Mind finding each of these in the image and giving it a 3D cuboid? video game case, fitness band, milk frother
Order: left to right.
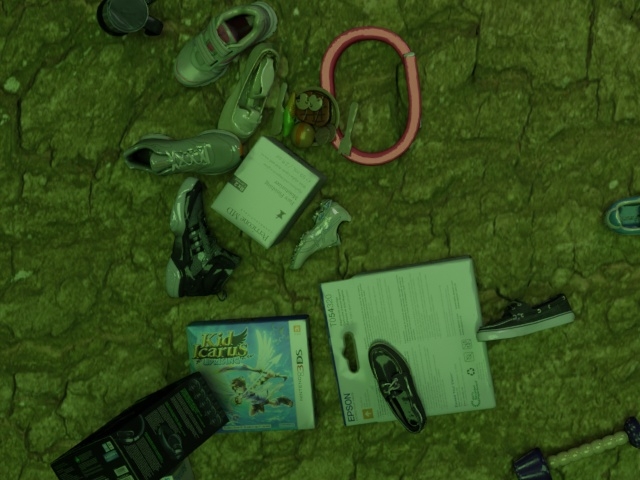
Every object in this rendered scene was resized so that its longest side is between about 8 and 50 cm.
[{"bbox_3d":[-0.391,-0.500,1.697,0.129,0.135,0.143,1,100,-25],"label":"milk frother"},{"bbox_3d":[-0.150,0.294,1.786,0.269,0.061,0.244,-4,94,6],"label":"video game case"},{"bbox_3d":[0.105,-0.302,1.708,0.209,0.054,0.291,-5,94,6],"label":"fitness band"}]

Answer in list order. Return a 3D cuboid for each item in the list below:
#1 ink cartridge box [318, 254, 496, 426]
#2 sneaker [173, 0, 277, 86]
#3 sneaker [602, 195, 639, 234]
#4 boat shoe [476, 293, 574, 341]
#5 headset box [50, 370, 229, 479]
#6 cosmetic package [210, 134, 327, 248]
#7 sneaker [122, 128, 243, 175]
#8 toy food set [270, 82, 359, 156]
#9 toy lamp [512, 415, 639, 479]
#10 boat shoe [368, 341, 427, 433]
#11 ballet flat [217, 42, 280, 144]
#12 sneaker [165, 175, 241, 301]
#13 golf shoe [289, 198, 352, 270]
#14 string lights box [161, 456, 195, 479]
[{"bbox_3d":[0.186,0.216,1.742,0.330,0.071,0.324,-9,95,10],"label":"ink cartridge box"},{"bbox_3d":[-0.210,-0.417,1.699,0.252,0.111,0.103,-38,91,8],"label":"sneaker"},{"bbox_3d":[0.700,-0.059,1.655,0.237,0.086,0.085,-12,92,5],"label":"sneaker"},{"bbox_3d":[0.420,0.156,1.684,0.228,0.080,0.076,-11,82,-15],"label":"boat shoe"},{"bbox_3d":[-0.363,0.412,1.684,0.246,0.283,0.131,-30,92,39],"label":"headset box"},{"bbox_3d":[-0.104,-0.102,1.697,0.151,0.151,0.184,36,98,3],"label":"cosmetic package"},{"bbox_3d":[-0.290,-0.170,1.699,0.262,0.121,0.099,-1,110,20],"label":"sneaker"},{"bbox_3d":[-0.019,-0.254,1.695,0.192,0.038,0.132,18,105,23],"label":"toy food set"},{"bbox_3d":[0.545,0.451,1.724,0.274,0.080,0.080,-19,93,6],"label":"toy lamp"},{"bbox_3d":[0.161,0.307,1.688,0.075,0.065,0.206,-27,92,10],"label":"boat shoe"},{"bbox_3d":[-0.147,-0.295,1.710,0.086,0.086,0.248,21,97,3],"label":"ballet flat"},{"bbox_3d":[-0.243,0.002,1.751,0.153,0.101,0.268,9,102,4],"label":"sneaker"},{"bbox_3d":[0.000,0.000,1.742,0.086,0.069,0.176,31,99,-4],"label":"golf shoe"},{"bbox_3d":[-0.423,0.554,1.801,0.259,0.133,0.077,-14,94,7],"label":"string lights box"}]
